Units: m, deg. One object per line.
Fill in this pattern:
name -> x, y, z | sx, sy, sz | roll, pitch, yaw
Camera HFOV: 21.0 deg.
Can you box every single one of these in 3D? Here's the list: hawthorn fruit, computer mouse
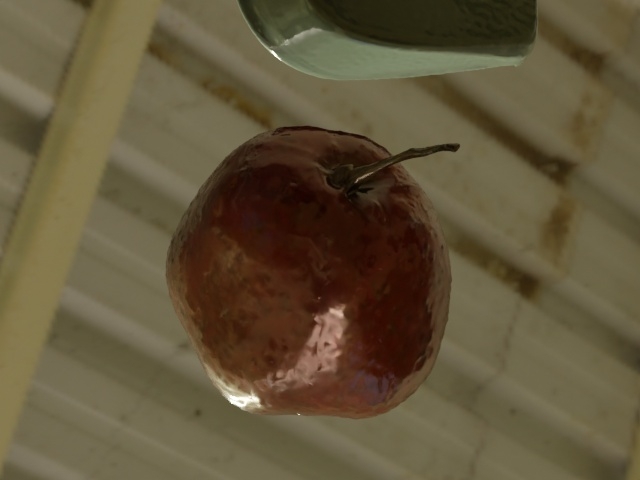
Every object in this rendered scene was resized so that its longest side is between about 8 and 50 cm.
hawthorn fruit -> 0.000, 0.000, 0.928 | 0.162, 0.203, 0.163 | 5, -135, -6
computer mouse -> 0.042, -0.170, 1.135 | 0.230, 0.079, 0.128 | 0, -102, -32
